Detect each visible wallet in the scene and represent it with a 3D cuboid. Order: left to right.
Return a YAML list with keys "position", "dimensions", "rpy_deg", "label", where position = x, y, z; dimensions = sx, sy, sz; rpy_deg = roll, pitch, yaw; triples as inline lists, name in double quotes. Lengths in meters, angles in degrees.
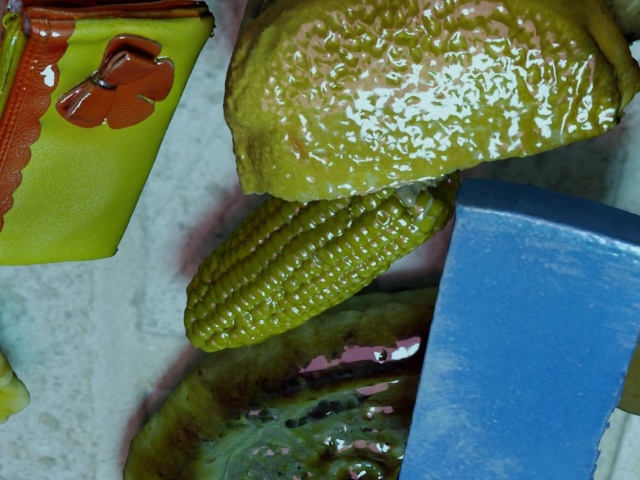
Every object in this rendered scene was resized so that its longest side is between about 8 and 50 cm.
- position: [-0.169, -0.072, 1.126]
  dimensions: [0.141, 0.067, 0.241]
  rpy_deg: [-8, 141, -34]
  label: "wallet"

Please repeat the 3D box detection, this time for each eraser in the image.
- position: [0.142, 0.092, 1.175]
  dimensions: [0.144, 0.043, 0.312]
  rpy_deg: [15, 133, 8]
  label: "eraser"

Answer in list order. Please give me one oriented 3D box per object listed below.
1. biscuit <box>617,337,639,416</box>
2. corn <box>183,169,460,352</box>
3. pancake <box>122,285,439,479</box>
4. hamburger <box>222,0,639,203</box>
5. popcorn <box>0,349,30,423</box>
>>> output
- position: [0.409, 0.029, 1.170]
  dimensions: [0.368, 0.076, 0.394]
  rpy_deg: [25, 130, -21]
  label: "biscuit"
- position: [0.000, 0.000, 1.184]
  dimensions: [0.097, 0.097, 0.261]
  rpy_deg: [38, 124, -22]
  label: "corn"
- position: [0.022, 0.170, 1.340]
  dimensions: [0.426, 0.067, 0.305]
  rpy_deg: [-14, 128, 16]
  label: "pancake"
- position: [0.063, -0.135, 1.037]
  dimensions: [0.283, 0.144, 0.157]
  rpy_deg: [-13, 120, 12]
  label: "hamburger"
- position: [-0.322, 0.118, 1.289]
  dimensions: [0.180, 0.170, 0.180]
  rpy_deg: [11, 122, 19]
  label: "popcorn"
